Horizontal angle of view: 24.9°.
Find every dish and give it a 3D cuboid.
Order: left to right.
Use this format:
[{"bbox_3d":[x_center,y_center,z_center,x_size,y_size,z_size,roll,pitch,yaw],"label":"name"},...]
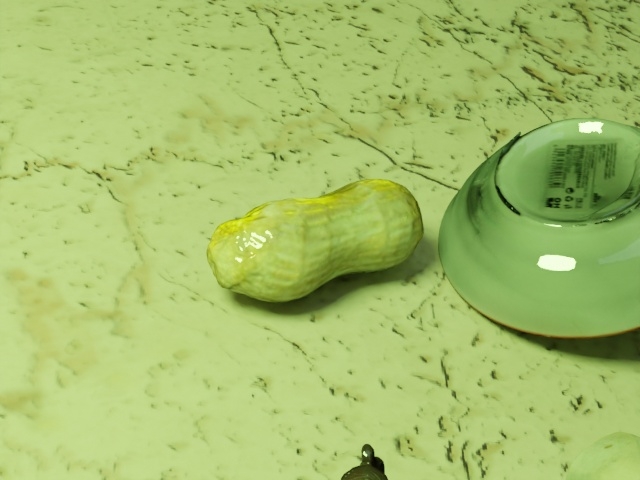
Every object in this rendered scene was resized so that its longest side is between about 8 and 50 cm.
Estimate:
[{"bbox_3d":[0.227,-0.037,1.275,0.260,0.085,0.260,-8,43,7],"label":"dish"}]

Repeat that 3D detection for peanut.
[{"bbox_3d":[0.000,0.000,1.237,0.206,0.087,0.087,-14,46,-31],"label":"peanut"}]

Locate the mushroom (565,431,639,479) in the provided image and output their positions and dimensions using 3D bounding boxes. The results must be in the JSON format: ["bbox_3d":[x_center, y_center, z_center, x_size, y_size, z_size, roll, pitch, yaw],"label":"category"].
[{"bbox_3d":[0.268,0.222,1.042,0.097,0.088,0.212,-35,64,-31],"label":"mushroom"}]

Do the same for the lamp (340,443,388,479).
[{"bbox_3d":[-0.007,0.240,0.922,0.118,0.118,0.253,7,46,-7],"label":"lamp"}]
